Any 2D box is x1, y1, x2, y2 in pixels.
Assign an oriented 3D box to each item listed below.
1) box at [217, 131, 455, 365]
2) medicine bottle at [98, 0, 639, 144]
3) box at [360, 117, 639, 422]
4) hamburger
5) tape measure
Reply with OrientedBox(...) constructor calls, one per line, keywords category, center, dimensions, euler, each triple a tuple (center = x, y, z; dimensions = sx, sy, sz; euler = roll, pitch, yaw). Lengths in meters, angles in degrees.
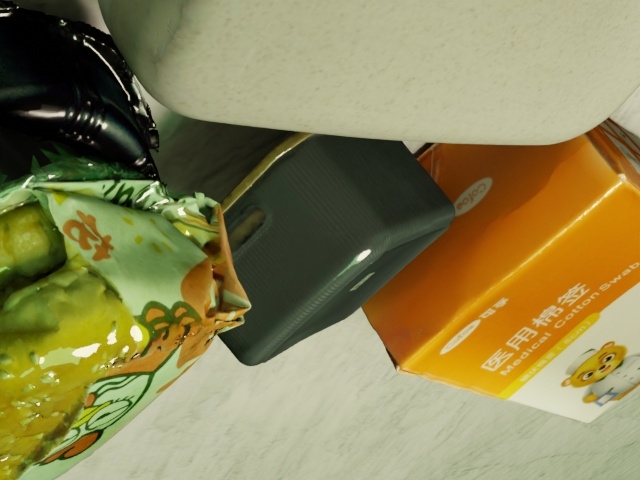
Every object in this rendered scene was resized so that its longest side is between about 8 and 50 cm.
OrientedBox(category="box", center=(0.000, 0.000, 0.808), dimensions=(0.144, 0.090, 0.201), euler=(-43, 171, 20))
OrientedBox(category="medicine bottle", center=(0.076, -0.171, 0.674), dimensions=(0.375, 0.123, 0.282), euler=(1, 135, -36))
OrientedBox(category="box", center=(0.198, 0.017, 1.001), dimensions=(0.225, 0.143, 0.341), euler=(-43, 146, 20))
OrientedBox(category="hamburger", center=(-0.163, 0.054, 0.595), dimensions=(0.214, 0.125, 0.235), euler=(-46, 159, 18))
OrientedBox(category="tape measure", center=(-0.187, -0.036, 0.674), dimensions=(0.199, 0.112, 0.186), euler=(-26, 145, -8))
